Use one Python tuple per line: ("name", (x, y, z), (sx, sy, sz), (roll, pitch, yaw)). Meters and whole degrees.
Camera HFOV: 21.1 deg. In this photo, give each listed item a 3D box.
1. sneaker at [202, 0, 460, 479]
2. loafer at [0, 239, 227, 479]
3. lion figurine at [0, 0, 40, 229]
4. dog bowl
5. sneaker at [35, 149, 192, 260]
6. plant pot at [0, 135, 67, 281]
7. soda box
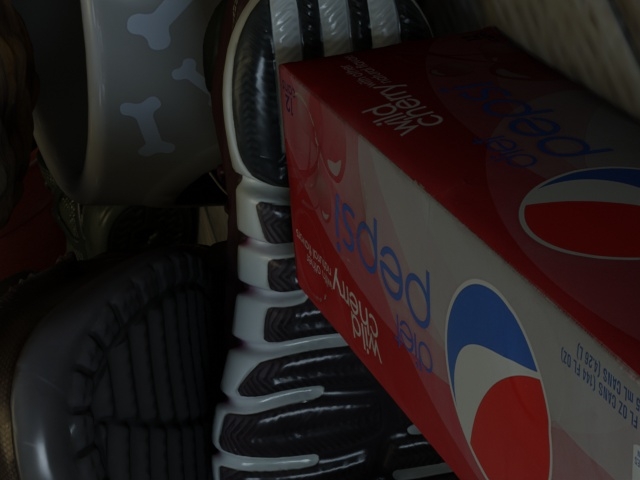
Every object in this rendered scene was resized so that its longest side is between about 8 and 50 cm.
("sneaker", (0.000, 0.000, 0.731), (0.162, 0.106, 0.281), (-111, 21, -62))
("loafer", (-0.101, 0.071, 0.786), (0.366, 0.130, 0.134), (-10, -84, -82))
("lion figurine", (-0.239, -0.122, 1.024), (0.392, 0.142, 0.240), (-117, 10, -79))
("dog bowl", (-0.116, -0.177, 0.941), (0.349, 0.102, 0.348), (169, 90, -73))
("sneaker", (-0.145, 0.004, 1.186), (0.227, 0.087, 0.130), (102, 153, -47))
("plant pot", (-0.305, -0.028, 1.413), (0.265, 0.272, 0.272), (85, 163, -47))
("soda box", (0.070, 0.018, 0.509), (0.263, 0.083, 0.092), (-134, 36, -59))
